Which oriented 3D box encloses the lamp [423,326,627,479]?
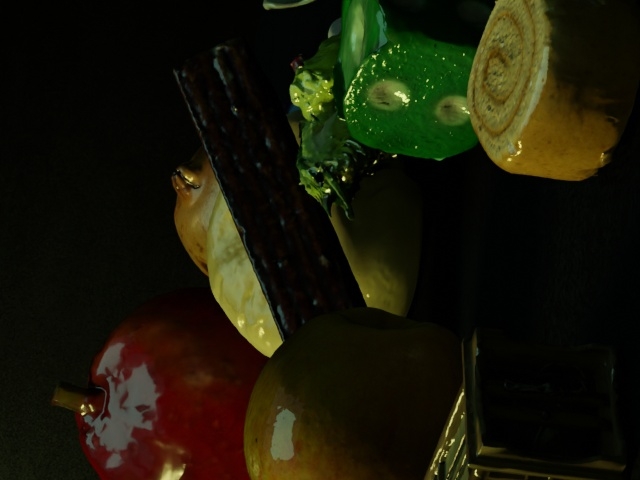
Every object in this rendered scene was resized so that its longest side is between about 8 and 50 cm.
[{"bbox_3d":[0.092,0.187,1.141,0.325,0.089,0.090,106,169,-48],"label":"lamp"}]

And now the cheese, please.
[{"bbox_3d":[0.000,0.000,1.722,0.214,0.117,0.226,43,120,40],"label":"cheese"}]

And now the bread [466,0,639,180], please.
[{"bbox_3d":[0.141,-0.100,1.128,0.149,0.073,0.122,-105,28,-66],"label":"bread"}]

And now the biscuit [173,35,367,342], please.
[{"bbox_3d":[-0.018,0.015,1.582,0.107,0.073,0.388,56,-171,-65],"label":"biscuit"}]

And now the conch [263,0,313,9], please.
[{"bbox_3d":[0.008,-0.424,1.981,0.249,0.197,0.368,49,144,31],"label":"conch"}]

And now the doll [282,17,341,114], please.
[{"bbox_3d":[0.010,-0.093,1.901,0.257,0.161,0.215,-56,10,39],"label":"doll"}]

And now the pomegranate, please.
[{"bbox_3d":[-0.057,-0.040,2.130,0.209,0.209,0.209,-173,90,-83],"label":"pomegranate"}]

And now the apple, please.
[{"bbox_3d":[0.033,0.125,1.337,0.182,0.182,0.155,-155,80,-82],"label":"apple"}]

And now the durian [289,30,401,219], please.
[{"bbox_3d":[0.045,-0.116,1.582,0.375,0.132,0.106,-57,-15,-64],"label":"durian"}]

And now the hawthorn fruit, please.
[{"bbox_3d":[-0.113,0.169,1.903,0.265,0.307,0.265,-42,39,48],"label":"hawthorn fruit"}]

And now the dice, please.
[{"bbox_3d":[0.077,-0.147,1.449,0.131,0.120,0.128,108,168,-45],"label":"dice"}]
